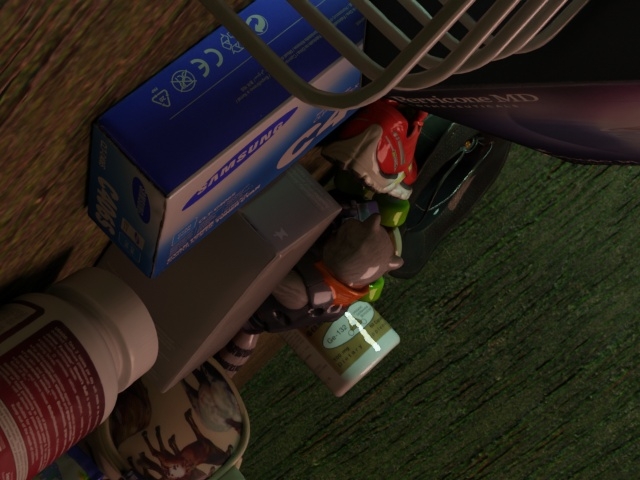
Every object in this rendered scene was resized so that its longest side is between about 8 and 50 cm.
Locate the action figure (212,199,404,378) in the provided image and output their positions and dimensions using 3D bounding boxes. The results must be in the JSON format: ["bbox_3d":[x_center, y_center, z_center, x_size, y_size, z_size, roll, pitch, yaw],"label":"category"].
[{"bbox_3d":[-0.035,0.054,1.489,0.330,0.179,0.341,-26,172,36],"label":"action figure"}]

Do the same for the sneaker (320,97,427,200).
[{"bbox_3d":[0.089,-0.121,1.547,0.118,0.107,0.279,-54,175,9],"label":"sneaker"}]

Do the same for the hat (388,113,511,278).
[{"bbox_3d":[0.144,-0.105,1.853,0.331,0.134,0.331,-45,158,-24],"label":"hat"}]

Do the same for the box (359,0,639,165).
[{"bbox_3d":[0.228,-0.149,0.791,0.296,0.183,0.294,3,175,38],"label":"box"}]

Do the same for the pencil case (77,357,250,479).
[{"bbox_3d":[-0.223,0.250,1.449,0.160,0.184,0.410,-18,170,-31],"label":"pencil case"}]

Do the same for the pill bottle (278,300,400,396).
[{"bbox_3d":[-0.004,0.107,1.880,0.131,0.229,0.131,-42,174,-6],"label":"pill bottle"}]

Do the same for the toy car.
[{"bbox_3d":[0.000,0.000,1.681,0.188,0.149,0.155,-14,133,-39],"label":"toy car"}]

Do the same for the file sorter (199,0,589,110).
[{"bbox_3d":[0.053,-0.181,0.543,0.193,0.173,0.277,-47,173,25],"label":"file sorter"}]

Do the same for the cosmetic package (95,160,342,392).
[{"bbox_3d":[-0.102,0.013,1.094,0.107,0.127,0.238,-36,172,-49],"label":"cosmetic package"}]

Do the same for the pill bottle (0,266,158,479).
[{"bbox_3d":[-0.232,0.115,0.960,0.221,0.121,0.121,-37,172,-43],"label":"pill bottle"}]

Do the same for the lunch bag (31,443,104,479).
[{"bbox_3d":[-0.305,0.239,1.310,0.151,0.129,0.096,-46,174,27],"label":"lunch bag"}]

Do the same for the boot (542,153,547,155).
[{"bbox_3d":[0.206,-0.178,1.395,0.095,0.203,0.262,-42,173,-5],"label":"boot"}]

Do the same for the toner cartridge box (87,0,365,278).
[{"bbox_3d":[-0.014,-0.127,0.932,0.348,0.075,0.165,-41,171,-21],"label":"toner cartridge box"}]
